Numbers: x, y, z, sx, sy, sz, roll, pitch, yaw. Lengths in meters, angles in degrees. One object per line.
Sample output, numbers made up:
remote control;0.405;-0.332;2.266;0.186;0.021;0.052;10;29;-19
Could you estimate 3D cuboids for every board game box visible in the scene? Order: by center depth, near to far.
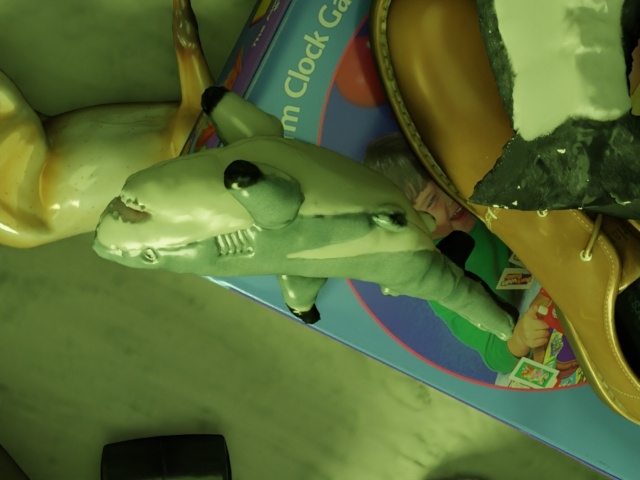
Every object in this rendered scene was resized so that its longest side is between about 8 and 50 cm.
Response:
board game box;0.110;-0.102;0.663;0.233;0.078;0.347;27;91;-13

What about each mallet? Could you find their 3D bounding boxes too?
mallet;-0.080;0.180;0.794;0.062;0.039;0.190;3;111;-7

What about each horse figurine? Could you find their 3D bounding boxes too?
horse figurine;-0.099;-0.055;0.698;0.263;0.066;0.175;0;104;-12

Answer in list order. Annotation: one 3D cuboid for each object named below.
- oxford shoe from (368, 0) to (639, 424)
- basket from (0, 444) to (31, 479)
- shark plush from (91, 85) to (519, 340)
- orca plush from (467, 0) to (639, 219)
oxford shoe;0.096;-0.017;0.593;0.076;0.076;0.212;-38;101;-3
basket;-0.165;0.182;0.723;0.204;0.154;0.227;-22;105;42
shark plush;0.000;0.000;0.603;0.161;0.073;0.067;15;115;-33
orca plush;0.117;-0.145;0.563;0.151;0.102;0.287;-20;70;37
